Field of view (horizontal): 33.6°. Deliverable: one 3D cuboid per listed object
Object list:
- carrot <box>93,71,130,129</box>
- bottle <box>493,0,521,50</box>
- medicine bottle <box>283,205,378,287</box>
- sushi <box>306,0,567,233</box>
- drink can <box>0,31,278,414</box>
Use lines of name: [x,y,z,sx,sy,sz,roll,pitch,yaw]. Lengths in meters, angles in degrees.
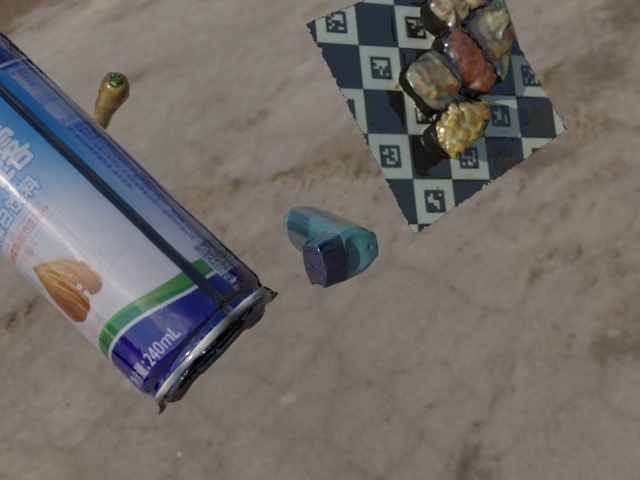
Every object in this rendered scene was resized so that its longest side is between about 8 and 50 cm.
carrot: [-0.357,-0.214,1.762,0.049,0.049,0.254,-46,2,-28]
bottle: [0.276,-0.310,1.721,0.093,0.330,0.093,-17,36,13]
medicine bottle: [0.000,0.000,1.741,0.124,0.079,0.258,-18,20,-18]
sushi: [0.166,-0.205,1.344,0.292,0.294,0.059,-31,3,-26]
drink can: [-0.141,-0.016,0.606,0.097,0.235,0.097,-47,-5,-5]
